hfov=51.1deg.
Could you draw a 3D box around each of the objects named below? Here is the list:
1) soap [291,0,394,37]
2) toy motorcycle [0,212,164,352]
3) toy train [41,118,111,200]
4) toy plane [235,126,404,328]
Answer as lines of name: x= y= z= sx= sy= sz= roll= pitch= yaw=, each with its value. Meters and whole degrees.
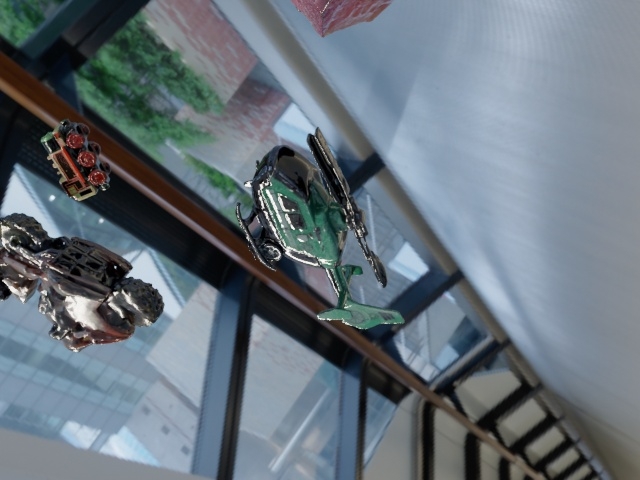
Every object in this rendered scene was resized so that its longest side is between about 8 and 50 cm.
soap: x=0.060 y=-0.398 z=0.881 sx=0.127 sy=0.220 sz=0.325 roll=58 pitch=146 yaw=2
toy motorcycle: x=-0.446 y=0.055 z=1.069 sx=0.401 sy=0.207 sz=0.134 roll=30 pitch=-142 yaw=-3
toy train: x=-0.420 y=-0.138 z=1.149 sx=0.050 sy=0.087 sz=0.137 roll=-108 pitch=-5 yaw=-61
toy plane: x=0.000 y=0.000 z=0.920 sx=0.155 sy=0.106 sz=0.381 roll=-4 pitch=131 yaw=22
